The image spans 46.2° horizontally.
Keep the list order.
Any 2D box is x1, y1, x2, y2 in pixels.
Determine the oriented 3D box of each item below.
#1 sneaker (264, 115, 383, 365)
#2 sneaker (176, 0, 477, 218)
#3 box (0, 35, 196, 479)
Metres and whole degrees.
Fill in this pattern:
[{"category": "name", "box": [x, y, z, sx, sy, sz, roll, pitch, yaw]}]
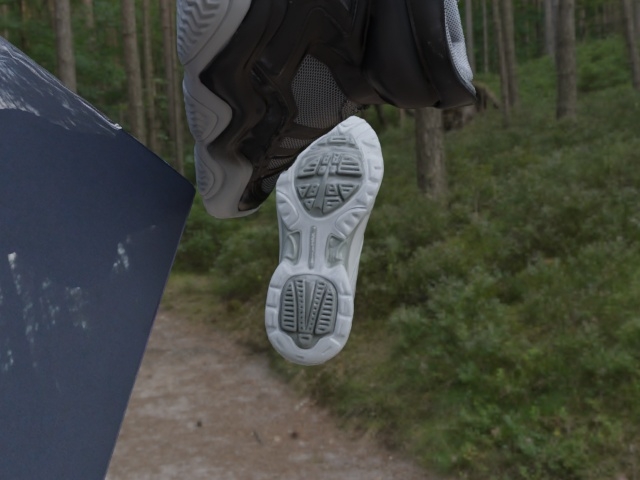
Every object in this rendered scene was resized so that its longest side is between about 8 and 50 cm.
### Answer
[{"category": "sneaker", "box": [0.000, 0.000, 0.685, 0.091, 0.232, 0.115, 13, -13, 5]}, {"category": "sneaker", "box": [0.003, -0.086, 0.428, 0.153, 0.101, 0.268, -1, -21, -5]}, {"category": "box", "box": [-0.247, 0.086, 0.388, 0.294, 0.296, 0.183, -26, -51, 36]}]
